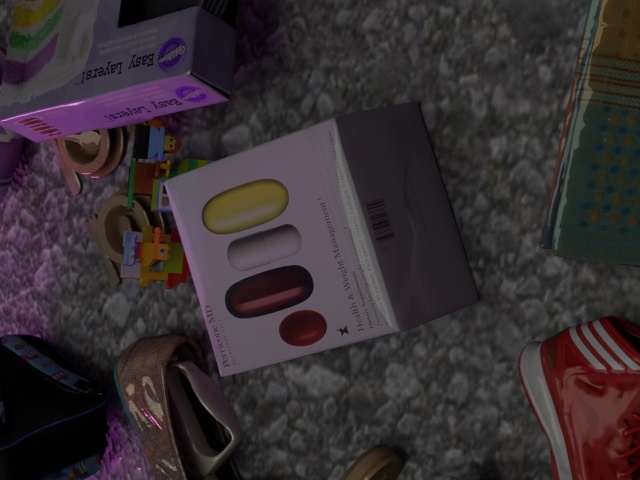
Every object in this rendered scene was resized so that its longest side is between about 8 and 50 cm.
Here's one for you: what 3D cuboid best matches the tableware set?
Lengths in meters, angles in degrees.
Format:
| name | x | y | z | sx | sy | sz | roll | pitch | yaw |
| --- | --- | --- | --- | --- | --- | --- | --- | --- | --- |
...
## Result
| name | x | y | z | sx | sy | sz | roll | pitch | yaw |
| --- | --- | --- | --- | --- | --- | --- | --- | --- | --- |
| tableware set | -0.225 | -0.058 | 1.677 | 0.128 | 0.039 | 0.194 | -31 | 81 | 35 |

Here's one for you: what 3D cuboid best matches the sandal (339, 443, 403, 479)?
| name | x | y | z | sx | sy | sz | roll | pitch | yaw |
| --- | --- | --- | --- | --- | --- | --- | --- | --- | --- |
| sandal | 0.023 | 0.310 | 1.542 | 0.079 | 0.088 | 0.240 | 43 | 115 | 28 |

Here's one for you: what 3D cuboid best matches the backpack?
| name | x | y | z | sx | sy | sz | roll | pitch | yaw |
| --- | --- | --- | --- | --- | --- | --- | --- | --- | --- |
| backpack | -0.329 | 0.183 | 1.731 | 0.173 | 0.158 | 0.117 | 36 | 137 | 40 |

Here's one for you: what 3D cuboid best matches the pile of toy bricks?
| name | x | y | z | sx | sy | sz | roll | pitch | yaw |
| --- | --- | --- | --- | --- | --- | --- | --- | --- | --- |
| pile of toy bricks | -0.136 | -0.059 | 1.586 | 0.105 | 0.118 | 0.212 | 5 | 86 | -8 |

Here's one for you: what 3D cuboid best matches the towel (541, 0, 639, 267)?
| name | x | y | z | sx | sy | sz | roll | pitch | yaw |
| --- | --- | --- | --- | --- | --- | --- | --- | --- | --- |
| towel | 0.333 | -0.145 | 1.209 | 0.271 | 0.040 | 0.370 | 11 | 105 | 6 |

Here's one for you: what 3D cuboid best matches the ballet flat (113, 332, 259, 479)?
| name | x | y | z | sx | sy | sz | roll | pitch | yaw |
| --- | --- | --- | --- | --- | --- | --- | --- | --- | --- |
| ballet flat | -0.113 | 0.238 | 1.618 | 0.106 | 0.107 | 0.316 | -27 | 84 | 28 |

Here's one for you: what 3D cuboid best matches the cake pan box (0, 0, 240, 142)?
| name | x | y | z | sx | sy | sz | roll | pitch | yaw |
| --- | --- | --- | --- | --- | --- | --- | --- | --- | --- |
| cake pan box | -0.183 | -0.233 | 1.538 | 0.267 | 0.070 | 0.246 | -8 | 70 | 36 |

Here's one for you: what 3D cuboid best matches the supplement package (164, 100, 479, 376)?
| name | x | y | z | sx | sy | sz | roll | pitch | yaw |
| --- | --- | --- | --- | --- | --- | --- | --- | --- | --- |
| supplement package | 0.000 | 0.000 | 1.461 | 0.203 | 0.149 | 0.194 | -18 | 88 | 35 |

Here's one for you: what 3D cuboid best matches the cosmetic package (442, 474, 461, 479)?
| name | x | y | z | sx | sy | sz | roll | pitch | yaw |
| --- | --- | --- | --- | --- | --- | --- | --- | --- | --- |
| cosmetic package | 0.108 | 0.342 | 1.419 | 0.151 | 0.151 | 0.184 | 37 | 122 | -7 |

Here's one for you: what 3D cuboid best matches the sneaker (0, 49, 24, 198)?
| name | x | y | z | sx | sy | sz | roll | pitch | yaw |
| --- | --- | --- | --- | --- | --- | --- | --- | --- | --- |
| sneaker | -0.434 | -0.176 | 1.774 | 0.282 | 0.102 | 0.161 | 26 | 110 | 17 |

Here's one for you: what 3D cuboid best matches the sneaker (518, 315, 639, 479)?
| name | x | y | z | sx | sy | sz | roll | pitch | yaw |
| --- | --- | --- | --- | --- | --- | --- | --- | --- | --- |
| sneaker | 0.261 | 0.168 | 1.348 | 0.128 | 0.087 | 0.221 | -31 | 82 | 37 |
